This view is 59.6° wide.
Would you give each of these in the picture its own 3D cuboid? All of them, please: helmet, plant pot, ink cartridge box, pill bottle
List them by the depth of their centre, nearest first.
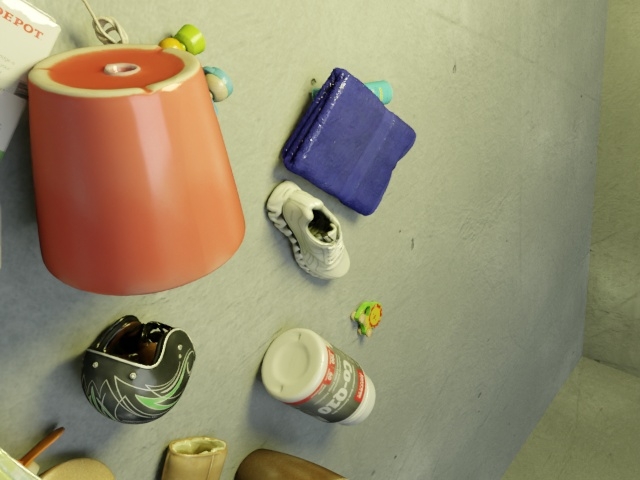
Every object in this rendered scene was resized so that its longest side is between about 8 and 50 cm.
[{"bbox_3d":[-0.428,-0.195,0.639,0.160,0.092,0.220,28,83,-50],"label":"ink cartridge box"},{"bbox_3d":[-0.240,-0.106,0.719,0.275,0.275,0.243,-29,134,-38],"label":"plant pot"},{"bbox_3d":[-0.295,0.212,0.896,0.161,0.169,0.169,-54,140,-43],"label":"helmet"},{"bbox_3d":[-0.075,0.562,1.222,0.215,0.230,0.216,-20,119,-41],"label":"plant pot"},{"bbox_3d":[0.008,0.321,1.271,0.283,0.161,0.161,43,73,-47],"label":"pill bottle"}]

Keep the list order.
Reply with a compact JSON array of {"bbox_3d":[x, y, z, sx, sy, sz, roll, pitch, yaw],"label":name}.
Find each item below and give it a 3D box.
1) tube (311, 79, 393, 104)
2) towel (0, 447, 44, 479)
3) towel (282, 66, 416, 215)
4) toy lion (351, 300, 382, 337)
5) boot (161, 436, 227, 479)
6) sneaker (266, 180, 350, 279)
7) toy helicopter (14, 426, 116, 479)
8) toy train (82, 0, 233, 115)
[{"bbox_3d":[0.064,-0.297,1.182,0.207,0.052,0.080,-22,116,-34],"label":"tube"},{"bbox_3d":[-0.518,0.375,0.629,0.321,0.090,0.374,51,44,-14],"label":"towel"},{"bbox_3d":[0.064,-0.198,1.180,0.308,0.076,0.228,25,96,-52],"label":"towel"},{"bbox_3d":[0.128,0.196,1.457,0.096,0.034,0.100,-54,137,-29],"label":"toy lion"},{"bbox_3d":[-0.236,0.541,1.148,0.236,0.089,0.270,12,95,-50],"label":"boot"},{"bbox_3d":[0.000,0.000,1.173,0.110,0.118,0.292,-57,139,-18],"label":"sneaker"},{"bbox_3d":[-0.450,0.434,0.809,0.355,0.140,0.235,-17,86,-58],"label":"toy helicopter"},{"bbox_3d":[-0.228,-0.276,0.831,0.143,0.105,0.248,-56,138,-31],"label":"toy train"}]
